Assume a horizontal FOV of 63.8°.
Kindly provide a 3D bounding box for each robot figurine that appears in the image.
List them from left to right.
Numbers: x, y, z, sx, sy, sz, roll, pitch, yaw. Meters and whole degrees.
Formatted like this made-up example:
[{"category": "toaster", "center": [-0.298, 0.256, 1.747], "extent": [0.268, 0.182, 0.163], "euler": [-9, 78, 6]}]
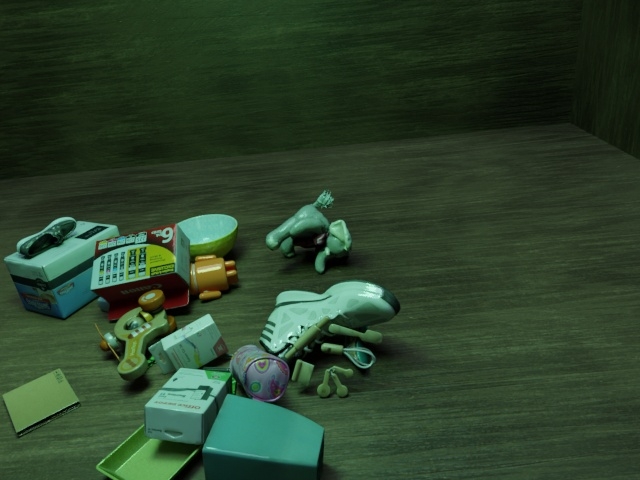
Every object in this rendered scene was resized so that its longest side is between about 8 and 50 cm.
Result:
[{"category": "robot figurine", "center": [-0.420, 0.136, 1.911], "extent": [0.220, 0.157, 0.128], "euler": [-10, 5, -8]}]

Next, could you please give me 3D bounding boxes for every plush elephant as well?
[{"category": "plush elephant", "center": [0.000, 0.000, 1.998], "extent": [0.330, 0.272, 0.255], "euler": [-44, 76, -5]}]

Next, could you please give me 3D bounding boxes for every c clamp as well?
[{"category": "c clamp", "center": [-0.288, 0.359, 1.545], "extent": [0.161, 0.022, 0.137], "euler": [-3, 28, 7]}]

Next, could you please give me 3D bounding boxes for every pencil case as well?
[{"category": "pencil case", "center": [-0.164, 0.341, 1.326], "extent": [0.124, 0.124, 0.284], "euler": [-15, 0, -18]}]

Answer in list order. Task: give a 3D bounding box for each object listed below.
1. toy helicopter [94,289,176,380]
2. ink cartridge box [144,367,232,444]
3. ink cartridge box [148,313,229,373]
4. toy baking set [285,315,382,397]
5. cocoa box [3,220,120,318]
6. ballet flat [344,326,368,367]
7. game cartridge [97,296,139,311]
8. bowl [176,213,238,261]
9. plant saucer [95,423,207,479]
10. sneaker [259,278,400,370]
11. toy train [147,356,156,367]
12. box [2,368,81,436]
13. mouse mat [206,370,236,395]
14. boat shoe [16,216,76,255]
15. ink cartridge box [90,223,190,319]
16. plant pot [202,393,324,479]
[{"category": "toy helicopter", "center": [-0.584, 0.310, 1.587], "extent": [0.235, 0.140, 0.355], "euler": [-17, 27, -6]}, {"category": "ink cartridge box", "center": [-0.327, 0.412, 1.297], "extent": [0.153, 0.086, 0.208], "euler": [4, 13, 8]}, {"category": "ink cartridge box", "center": [-0.386, 0.319, 1.509], "extent": [0.198, 0.115, 0.067], "euler": [-29, 27, -16]}, {"category": "toy baking set", "center": [0.035, 0.304, 1.378], "extent": [0.197, 0.256, 0.030], "euler": [41, 6, 3]}, {"category": "cocoa box", "center": [-0.960, 0.103, 1.984], "extent": [0.232, 0.227, 0.347], "euler": [7, 29, 26]}, {"category": "ballet flat", "center": [0.103, 0.314, 1.520], "extent": [0.067, 0.073, 0.206], "euler": [-27, 18, 19]}, {"category": "game cartridge", "center": [-0.663, 0.196, 1.930], "extent": [0.298, 0.062, 0.198], "euler": [-4, 30, 4]}, {"category": "bowl", "center": [-0.475, 0.018, 2.129], "extent": [0.290, 0.155, 0.289], "euler": [-5, 27, 3]}, {"category": "plant saucer", "center": [-0.394, 0.520, 1.219], "extent": [0.189, 0.045, 0.188], "euler": [10, 31, 31]}, {"category": "sneaker", "center": [0.008, 0.267, 1.476], "extent": [0.448, 0.169, 0.257], "euler": [-12, 37, 38]}, {"category": "toy train", "center": [-0.528, 0.377, 1.571], "extent": [0.024, 0.017, 0.083], "euler": [2, 26, 37]}, {"category": "box", "center": [-0.799, 0.456, 1.468], "extent": [0.165, 0.021, 0.201], "euler": [-25, 32, -32]}, {"category": "mouse mat", "center": [-0.331, 0.420, 1.452], "extent": [0.190, 0.007, 0.152], "euler": [-6, 26, -1]}, {"category": "boat shoe", "center": [-0.985, -0.011, 1.877], "extent": [0.076, 0.080, 0.229], "euler": [19, 36, 31]}, {"category": "ink cartridge box", "center": [-0.628, 0.112, 1.811], "extent": [0.310, 0.130, 0.271], "euler": [-12, 59, 5]}, {"category": "plant pot", "center": [-0.114, 0.469, 1.134], "extent": [0.235, 0.165, 0.165], "euler": [5, 28, 8]}]
